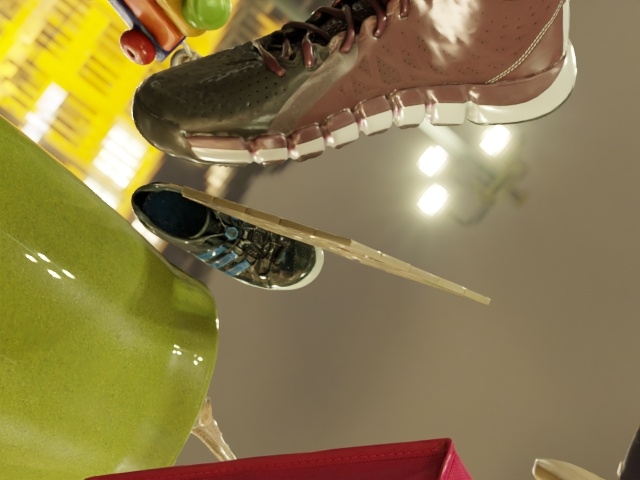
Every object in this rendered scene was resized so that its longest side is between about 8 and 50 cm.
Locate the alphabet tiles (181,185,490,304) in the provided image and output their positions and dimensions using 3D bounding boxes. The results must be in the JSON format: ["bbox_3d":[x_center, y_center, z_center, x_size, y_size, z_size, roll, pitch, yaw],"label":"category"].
[{"bbox_3d":[0.000,0.000,1.458,0.237,0.198,0.009,19,-92,41],"label":"alphabet tiles"}]

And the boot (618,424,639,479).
[{"bbox_3d":[0.233,0.205,1.070,0.106,0.082,0.219,-162,-98,-66],"label":"boot"}]

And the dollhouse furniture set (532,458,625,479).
[{"bbox_3d":[0.171,0.391,1.733,0.256,0.394,0.362,26,-78,49],"label":"dollhouse furniture set"}]

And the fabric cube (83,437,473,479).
[{"bbox_3d":[-0.013,0.295,0.924,0.254,0.258,0.259,-9,-141,31],"label":"fabric cube"}]

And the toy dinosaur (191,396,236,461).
[{"bbox_3d":[-0.216,0.180,1.841,0.200,0.295,0.127,-137,-122,-76],"label":"toy dinosaur"}]

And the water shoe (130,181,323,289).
[{"bbox_3d":[-0.098,-0.001,1.724,0.080,0.203,0.073,20,89,-82],"label":"water shoe"}]

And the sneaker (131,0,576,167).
[{"bbox_3d":[0.022,-0.145,1.017,0.106,0.281,0.163,-124,-152,-51],"label":"sneaker"}]

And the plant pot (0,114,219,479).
[{"bbox_3d":[-0.287,0.069,1.386,0.366,0.353,0.366,-42,-149,34],"label":"plant pot"}]

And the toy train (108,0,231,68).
[{"bbox_3d":[-0.133,-0.222,1.722,0.105,0.248,0.143,-48,-157,-21],"label":"toy train"}]
